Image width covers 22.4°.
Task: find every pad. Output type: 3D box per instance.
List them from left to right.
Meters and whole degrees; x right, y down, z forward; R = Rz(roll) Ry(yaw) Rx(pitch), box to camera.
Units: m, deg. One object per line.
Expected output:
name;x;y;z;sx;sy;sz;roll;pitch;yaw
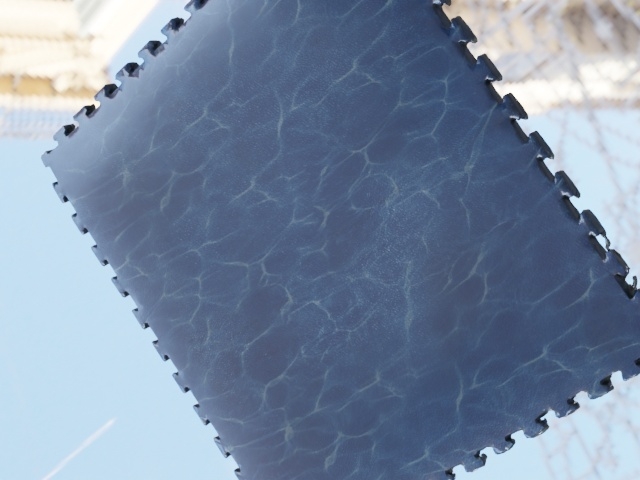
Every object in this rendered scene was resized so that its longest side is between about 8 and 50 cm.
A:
pad;0.000;0.000;0.777;0.269;0.270;0.012;56;-143;7
